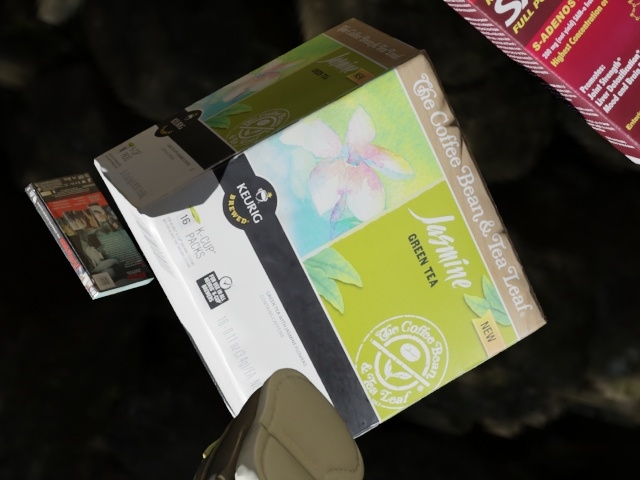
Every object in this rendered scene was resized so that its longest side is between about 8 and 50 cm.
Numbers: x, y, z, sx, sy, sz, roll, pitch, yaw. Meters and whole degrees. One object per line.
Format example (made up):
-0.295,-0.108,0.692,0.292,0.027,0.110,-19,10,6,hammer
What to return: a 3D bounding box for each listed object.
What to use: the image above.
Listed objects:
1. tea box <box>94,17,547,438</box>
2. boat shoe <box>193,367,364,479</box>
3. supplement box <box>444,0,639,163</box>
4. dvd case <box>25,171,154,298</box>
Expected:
0.000,0.000,1.913,0.329,0.323,0.220,63,170,-22,tea box
-0.038,0.176,1.396,0.109,0.091,0.305,49,-168,-2,boat shoe
0.192,-0.174,1.348,0.239,0.130,0.073,38,180,-13,supplement box
-0.208,-0.006,1.694,0.013,0.119,0.087,-40,169,29,dvd case
